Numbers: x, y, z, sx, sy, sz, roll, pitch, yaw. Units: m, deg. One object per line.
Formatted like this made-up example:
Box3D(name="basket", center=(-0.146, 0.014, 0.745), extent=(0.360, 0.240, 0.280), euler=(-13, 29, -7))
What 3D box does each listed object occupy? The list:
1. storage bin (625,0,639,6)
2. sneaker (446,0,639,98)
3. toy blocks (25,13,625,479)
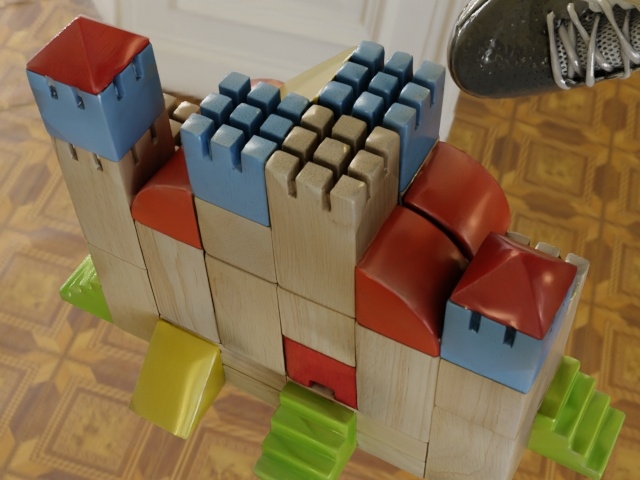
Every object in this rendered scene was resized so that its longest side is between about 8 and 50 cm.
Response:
Box3D(name="storage bin", center=(0.221, -0.114, 0.329), extent=(0.260, 0.123, 0.262), euler=(17, 15, -14))
Box3D(name="sneaker", center=(0.175, -0.118, 0.533), extent=(0.229, 0.086, 0.132), euler=(-18, 27, 19))
Box3D(name="toy blocks", center=(0.000, 0.000, 0.560), extent=(0.381, 0.261, 0.190), euler=(23, 56, 19))
